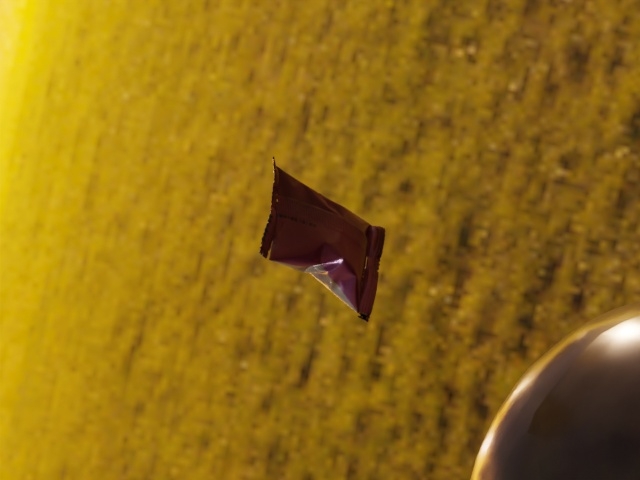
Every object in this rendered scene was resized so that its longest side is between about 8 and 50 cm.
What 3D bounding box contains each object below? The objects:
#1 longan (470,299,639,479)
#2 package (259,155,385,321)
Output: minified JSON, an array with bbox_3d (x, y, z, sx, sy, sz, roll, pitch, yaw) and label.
[{"bbox_3d":[0.229,0.171,0.862,0.319,0.319,0.319,-168,90,-79],"label":"longan"},{"bbox_3d":[0.000,0.000,0.883,0.029,0.083,0.059,-22,48,39],"label":"package"}]
